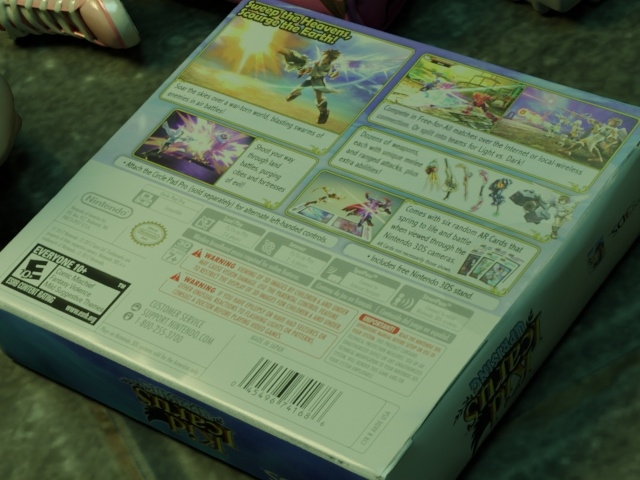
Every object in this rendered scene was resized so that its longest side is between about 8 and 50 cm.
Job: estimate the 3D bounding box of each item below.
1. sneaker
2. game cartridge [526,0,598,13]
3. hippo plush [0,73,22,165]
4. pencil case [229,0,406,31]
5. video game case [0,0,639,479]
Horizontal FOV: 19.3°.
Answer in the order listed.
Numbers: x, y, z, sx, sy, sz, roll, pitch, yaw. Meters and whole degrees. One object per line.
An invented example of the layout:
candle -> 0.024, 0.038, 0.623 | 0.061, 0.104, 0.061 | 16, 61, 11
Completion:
sneaker -> -0.165, -0.140, 1.151 | 0.070, 0.051, 0.134 | -37, 46, -10
game cartridge -> 0.112, -0.255, 1.165 | 0.198, 0.062, 0.297 | -42, 48, -16
hippo plush -> -0.333, -0.076, 1.007 | 0.294, 0.234, 0.236 | 41, 80, 15
pencil case -> -0.031, -0.188, 1.125 | 0.209, 0.095, 0.098 | 25, 38, 33
video game case -> 0.000, 0.000, 0.947 | 0.269, 0.061, 0.244 | 21, 58, 34
